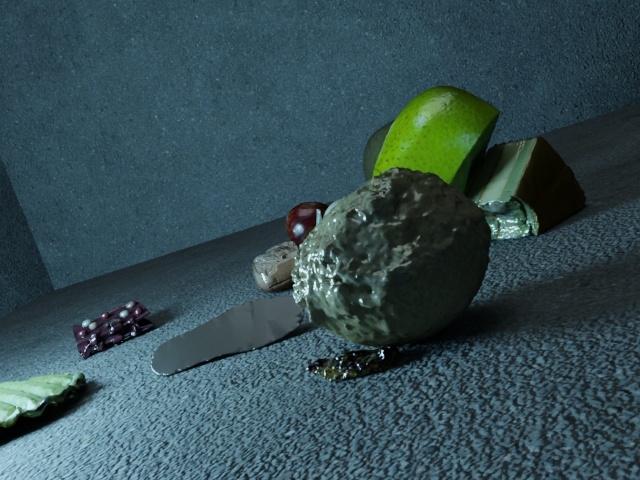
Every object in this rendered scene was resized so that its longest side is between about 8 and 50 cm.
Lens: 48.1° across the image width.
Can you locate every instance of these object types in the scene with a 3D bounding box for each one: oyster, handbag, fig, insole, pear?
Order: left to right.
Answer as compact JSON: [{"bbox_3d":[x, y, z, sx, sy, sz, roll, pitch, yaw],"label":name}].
[{"bbox_3d":[-0.566,0.235,1.941,0.203,0.074,0.216,-23,9,-20],"label":"handbag"},{"bbox_3d":[-0.184,0.184,1.399,0.328,0.007,0.111,-21,51,6],"label":"insole"},{"bbox_3d":[0.008,-0.038,2.067,0.207,0.175,0.175,-19,8,1],"label":"fig"},{"bbox_3d":[0.049,0.179,1.052,0.132,0.029,0.086,-18,7,-13],"label":"oyster"},{"bbox_3d":[0.235,-0.157,1.644,0.318,0.238,0.342,-53,-17,-18],"label":"pear"}]

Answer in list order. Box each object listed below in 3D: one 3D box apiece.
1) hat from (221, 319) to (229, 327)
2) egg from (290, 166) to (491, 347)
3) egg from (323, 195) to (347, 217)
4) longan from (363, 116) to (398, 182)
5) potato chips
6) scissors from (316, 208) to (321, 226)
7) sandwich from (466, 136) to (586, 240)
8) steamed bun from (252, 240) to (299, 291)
[{"bbox_3d":[-0.193,0.188,1.459,0.076,0.059,0.077,-15,3,-7],"label":"hat"},{"bbox_3d":[0.110,0.033,1.092,0.310,0.279,0.279,-34,6,10],"label":"egg"},{"bbox_3d":[0.120,-0.031,1.787,0.286,0.174,0.264,-7,18,42],"label":"egg"},{"bbox_3d":[0.307,-0.245,2.178,0.361,0.361,0.361,-19,8,3],"label":"longan"},{"bbox_3d":[-0.677,0.350,1.484,0.358,0.070,0.429,-22,9,-41],"label":"potato chips"},{"bbox_3d":[0.000,0.000,1.881,0.085,0.176,0.022,-24,34,-36],"label":"scissors"},{"bbox_3d":[0.453,-0.077,1.577,0.155,0.227,0.198,-5,52,54],"label":"sandwich"},{"bbox_3d":[-0.105,0.070,1.857,0.145,0.106,0.175,-20,11,-7],"label":"steamed bun"}]
